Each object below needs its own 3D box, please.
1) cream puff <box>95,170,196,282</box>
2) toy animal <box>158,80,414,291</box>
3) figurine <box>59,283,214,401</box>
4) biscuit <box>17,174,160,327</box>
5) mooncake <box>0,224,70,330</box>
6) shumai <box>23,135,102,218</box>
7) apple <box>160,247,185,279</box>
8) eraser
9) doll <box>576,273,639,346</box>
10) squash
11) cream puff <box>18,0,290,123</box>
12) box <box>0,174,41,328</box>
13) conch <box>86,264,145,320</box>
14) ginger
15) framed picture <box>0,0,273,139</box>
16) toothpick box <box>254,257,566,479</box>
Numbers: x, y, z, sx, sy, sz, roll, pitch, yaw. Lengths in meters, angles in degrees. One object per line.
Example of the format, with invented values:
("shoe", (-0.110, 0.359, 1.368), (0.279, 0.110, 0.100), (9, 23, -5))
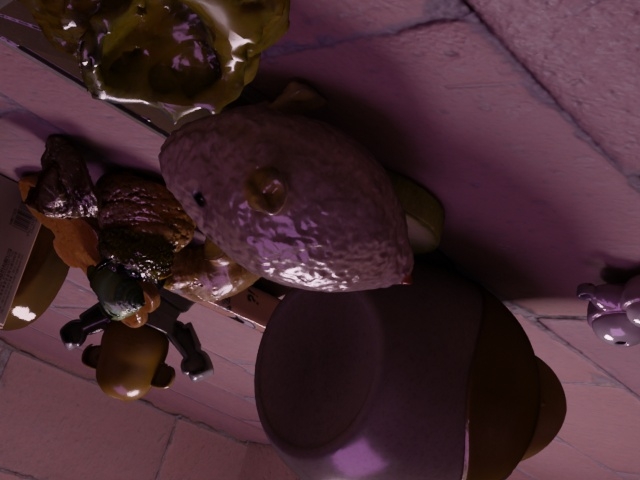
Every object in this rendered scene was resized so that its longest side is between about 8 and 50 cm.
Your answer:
("cream puff", (-0.306, -0.009, 1.646), (0.183, 0.169, 0.183), (15, 162, 5))
("toy animal", (-0.024, -0.045, 1.225), (0.358, 0.188, 0.226), (26, 147, -14))
("figurine", (-0.387, 0.204, 2.128), (0.342, 0.285, 0.167), (1, 154, 33))
("biscuit", (-0.416, 0.008, 1.803), (0.340, 0.047, 0.216), (47, 147, -3))
("mooncake", (-0.618, 0.054, 2.015), (0.234, 0.235, 0.117), (3, 154, 34))
("shumai", (-0.402, -0.086, 1.562), (0.139, 0.105, 0.123), (30, 150, 7))
("apple", (-0.298, 0.016, 1.808), (0.099, 0.102, 0.114), (18, 160, 1))
("eraser", (-0.197, 0.106, 1.977), (0.290, 0.087, 0.171), (29, 172, -31))
("doll", (0.541, 0.129, 1.451), (0.365, 0.094, 0.160), (18, 158, -6))
("squash", (0.056, -0.042, 1.440), (0.252, 0.049, 0.252), (15, 162, 5))
("cream puff", (-0.162, -0.217, 0.934), (0.281, 0.185, 0.282), (18, 163, 6))
("box", (-0.639, 0.003, 1.796), (0.220, 0.274, 0.091), (31, 151, -33))
("conch", (-0.355, 0.091, 1.707), (0.079, 0.095, 0.200), (-9, -175, -27))
("ginger", (-0.187, 0.051, 1.773), (0.216, 0.102, 0.157), (-22, 154, 15))
("framed picture", (-0.248, -0.222, 1.236), (0.324, 0.020, 0.240), (30, 157, -33))
("toothpick box", (0.142, 0.240, 1.599), (0.425, 0.409, 0.409), (18, 164, -40))
